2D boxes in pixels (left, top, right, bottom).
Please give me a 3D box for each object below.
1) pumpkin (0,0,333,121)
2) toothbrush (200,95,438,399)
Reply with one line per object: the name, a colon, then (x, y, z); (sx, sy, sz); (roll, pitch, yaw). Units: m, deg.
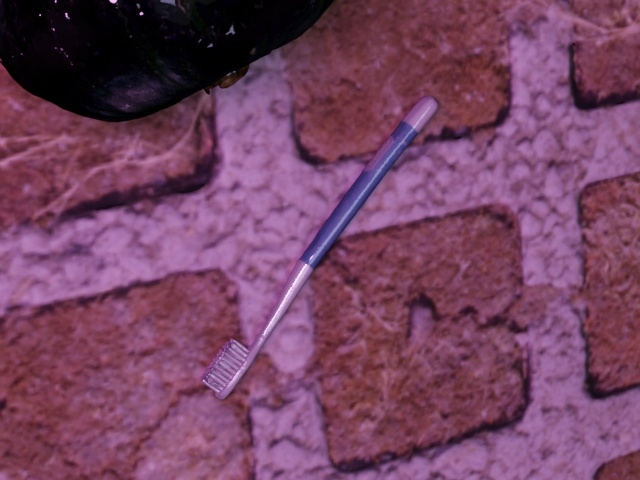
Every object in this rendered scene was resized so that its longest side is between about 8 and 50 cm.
pumpkin: (-0.093, -0.165, 0.889); (0.233, 0.233, 0.163); (-31, 103, -18)
toothbrush: (0.000, 0.000, 1.093); (0.025, 0.019, 0.275); (39, 83, -21)
